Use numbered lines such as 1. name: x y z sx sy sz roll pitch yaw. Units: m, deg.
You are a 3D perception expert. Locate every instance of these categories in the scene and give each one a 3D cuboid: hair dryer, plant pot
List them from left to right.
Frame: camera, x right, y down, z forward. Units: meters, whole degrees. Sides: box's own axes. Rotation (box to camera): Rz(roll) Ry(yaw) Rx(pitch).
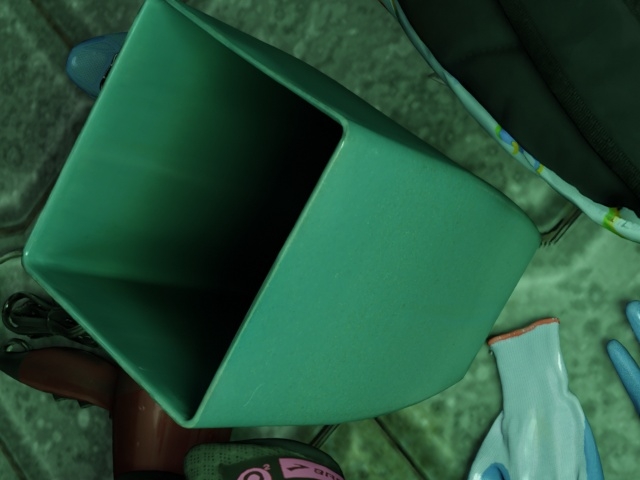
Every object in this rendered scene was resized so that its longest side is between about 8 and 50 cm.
1. hair dryer: -0.134 0.097 1.032 0.223 0.080 0.293 -44 55 41
2. plant pot: 0.000 0.000 0.827 0.165 0.234 0.165 38 105 39

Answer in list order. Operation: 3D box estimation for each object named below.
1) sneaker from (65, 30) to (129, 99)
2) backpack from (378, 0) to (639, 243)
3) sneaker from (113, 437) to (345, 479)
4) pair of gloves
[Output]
1. sneaker: -0.118 -0.112 1.029 0.162 0.073 0.063 19 95 36
2. backpack: 0.180 -0.144 0.734 0.290 0.273 0.355 -48 38 18
3. sneaker: -0.027 0.199 0.740 0.483 0.185 0.202 -3 77 59
4. pair of gloves: 0.162 0.110 0.832 0.198 0.023 0.159 -17 74 32
